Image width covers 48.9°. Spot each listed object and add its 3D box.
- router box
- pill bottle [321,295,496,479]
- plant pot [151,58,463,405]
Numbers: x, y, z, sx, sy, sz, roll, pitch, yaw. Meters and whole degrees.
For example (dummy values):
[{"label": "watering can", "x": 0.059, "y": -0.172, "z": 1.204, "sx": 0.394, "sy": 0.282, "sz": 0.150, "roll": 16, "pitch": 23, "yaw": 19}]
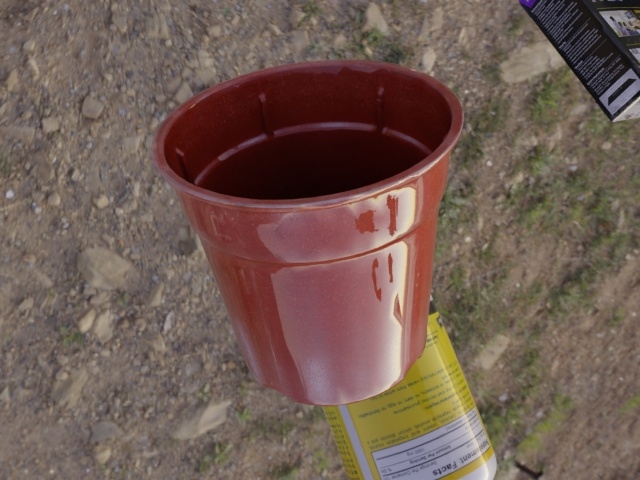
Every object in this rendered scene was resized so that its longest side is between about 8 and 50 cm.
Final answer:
[{"label": "router box", "x": 0.270, "y": -0.171, "z": 0.595, "sx": 0.179, "sy": 0.133, "sz": 0.046, "roll": -13, "pitch": 155, "yaw": -36}, {"label": "pill bottle", "x": 0.110, "y": 0.238, "z": 0.906, "sx": 0.188, "sy": 0.188, "sz": 0.334, "roll": -20, "pitch": 83, "yaw": -8}, {"label": "plant pot", "x": 0.000, "y": 0.000, "z": 0.691, "sx": 0.272, "sy": 0.272, "sz": 0.265, "roll": -15, "pitch": 126, "yaw": -10}]
